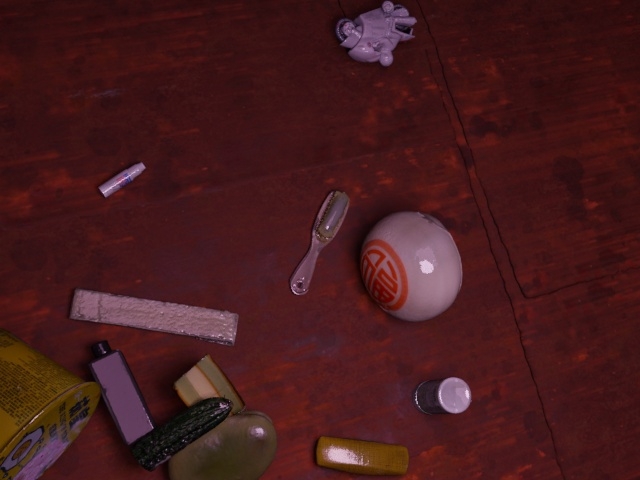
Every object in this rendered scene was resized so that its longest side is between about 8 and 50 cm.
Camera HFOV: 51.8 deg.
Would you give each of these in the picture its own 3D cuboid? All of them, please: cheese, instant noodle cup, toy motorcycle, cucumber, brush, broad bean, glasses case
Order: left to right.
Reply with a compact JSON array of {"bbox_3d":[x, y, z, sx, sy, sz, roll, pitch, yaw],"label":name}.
[{"bbox_3d":[-0.665,0.351,1.370,0.254,0.325,0.326,37,70,9],"label":"instant noodle cup"},{"bbox_3d":[-0.401,0.184,1.606,0.400,0.034,0.085,12,73,-9],"label":"cheese"},{"bbox_3d":[-0.308,0.420,1.457,0.265,0.077,0.077,-36,84,-1],"label":"cucumber"},{"bbox_3d":[-0.220,0.494,1.522,0.263,0.121,0.189,-22,101,-2],"label":"broad bean"},{"bbox_3d":[-0.001,-0.001,1.729,0.072,0.067,0.313,28,73,-5],"label":"brush"},{"bbox_3d":[0.102,0.527,1.603,0.234,0.064,0.079,10,71,-9],"label":"glasses case"},{"bbox_3d":[0.168,-0.588,1.912,0.260,0.110,0.171,-23,97,-24],"label":"toy motorcycle"}]

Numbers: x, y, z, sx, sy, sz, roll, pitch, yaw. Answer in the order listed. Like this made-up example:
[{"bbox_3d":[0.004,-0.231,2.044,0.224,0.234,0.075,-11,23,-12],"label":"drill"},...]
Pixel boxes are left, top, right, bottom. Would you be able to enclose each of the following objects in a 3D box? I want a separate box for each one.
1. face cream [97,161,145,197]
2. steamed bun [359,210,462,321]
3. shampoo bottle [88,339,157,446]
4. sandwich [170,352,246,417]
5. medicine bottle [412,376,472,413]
[{"bbox_3d":[-0.503,-0.158,1.678,0.130,0.034,0.034,-39,86,-20],"label":"face cream"},{"bbox_3d":[0.204,0.070,1.633,0.177,0.283,0.283,-17,79,-33],"label":"steamed bun"},{"bbox_3d":[-0.462,0.348,1.523,0.079,0.080,0.246,-25,81,-18],"label":"shampoo bottle"},{"bbox_3d":[-0.252,0.358,1.515,0.117,0.187,0.144,-41,80,-18],"label":"sandwich"},{"bbox_3d":[0.296,0.384,1.622,0.086,0.183,0.086,3,75,-12],"label":"medicine bottle"}]
